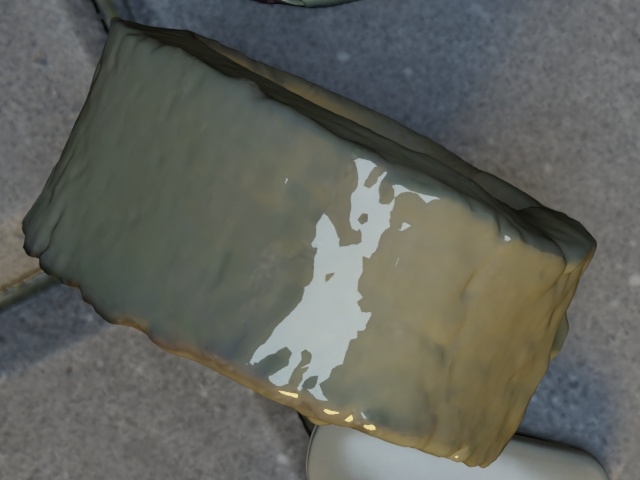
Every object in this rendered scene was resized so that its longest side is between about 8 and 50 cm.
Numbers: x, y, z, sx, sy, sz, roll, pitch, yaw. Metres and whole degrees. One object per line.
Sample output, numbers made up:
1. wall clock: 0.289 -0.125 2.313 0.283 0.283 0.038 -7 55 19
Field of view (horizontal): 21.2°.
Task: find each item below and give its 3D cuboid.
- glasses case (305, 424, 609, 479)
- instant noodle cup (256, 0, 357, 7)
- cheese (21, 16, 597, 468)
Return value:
1. glasses case: 0.091 0.159 1.139 0.204 0.051 0.081 14 96 1
2. instant noodle cup: -0.011 -0.263 1.047 0.234 0.178 0.235 0 95 1
3. cheese: 0.003 -0.002 0.986 0.292 0.332 0.153 20 100 -38
